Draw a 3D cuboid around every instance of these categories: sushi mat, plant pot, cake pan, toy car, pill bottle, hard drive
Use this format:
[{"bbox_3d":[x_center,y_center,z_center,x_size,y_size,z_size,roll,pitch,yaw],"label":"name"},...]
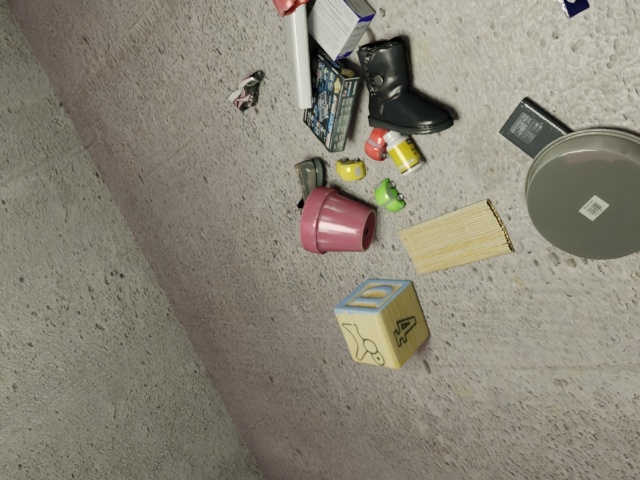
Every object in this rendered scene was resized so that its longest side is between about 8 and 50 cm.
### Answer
[{"bbox_3d":[0.350,0.001,1.369,0.316,0.019,0.152,-22,99,51],"label":"sushi mat"},{"bbox_3d":[0.061,-0.048,1.514,0.180,0.201,0.201,12,127,21],"label":"plant pot"},{"bbox_3d":[0.559,-0.080,1.046,0.293,0.054,0.293,24,134,27],"label":"cake pan"},{"bbox_3d":[0.152,-0.171,1.423,0.225,0.053,0.239,56,142,0],"label":"toy car"},{"bbox_3d":[0.210,-0.228,1.313,0.116,0.065,0.065,57,142,-3],"label":"pill bottle"},{"bbox_3d":[0.460,-0.226,1.089,0.135,0.022,0.094,43,140,15],"label":"hard drive"},{"bbox_3d":[-0.064,-0.521,1.320,0.203,0.040,0.308,-110,14,-56],"label":"hard drive"}]

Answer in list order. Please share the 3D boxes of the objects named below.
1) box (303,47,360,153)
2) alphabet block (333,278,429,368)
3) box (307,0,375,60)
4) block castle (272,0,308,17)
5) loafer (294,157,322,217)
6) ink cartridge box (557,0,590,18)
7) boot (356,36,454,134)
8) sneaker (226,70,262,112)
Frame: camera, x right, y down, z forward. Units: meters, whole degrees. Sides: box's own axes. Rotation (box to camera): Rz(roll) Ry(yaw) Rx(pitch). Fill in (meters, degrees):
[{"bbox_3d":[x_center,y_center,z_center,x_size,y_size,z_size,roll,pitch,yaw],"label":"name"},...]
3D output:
[{"bbox_3d":[0.022,-0.372,1.369,0.175,0.051,0.220,55,148,38],"label":"box"},{"bbox_3d":[0.189,0.250,1.577,0.192,0.193,0.197,-1,116,48],"label":"alphabet block"},{"bbox_3d":[0.045,-0.540,1.255,0.126,0.072,0.137,51,142,7],"label":"box"},{"bbox_3d":[0.101,-0.595,0.898,0.453,0.303,0.213,-20,110,52],"label":"block castle"},{"bbox_3d":[-0.043,-0.132,1.612,0.096,0.084,0.268,-122,27,-54],"label":"loafer"},{"bbox_3d":[0.365,-0.549,0.757,0.151,0.270,0.396,20,130,38],"label":"ink cartridge box"},{"bbox_3d":[0.193,-0.365,1.207,0.246,0.094,0.207,21,134,43],"label":"boot"},{"bbox_3d":[-0.220,-0.462,1.605,0.077,0.072,0.178,50,151,-12],"label":"sneaker"}]
